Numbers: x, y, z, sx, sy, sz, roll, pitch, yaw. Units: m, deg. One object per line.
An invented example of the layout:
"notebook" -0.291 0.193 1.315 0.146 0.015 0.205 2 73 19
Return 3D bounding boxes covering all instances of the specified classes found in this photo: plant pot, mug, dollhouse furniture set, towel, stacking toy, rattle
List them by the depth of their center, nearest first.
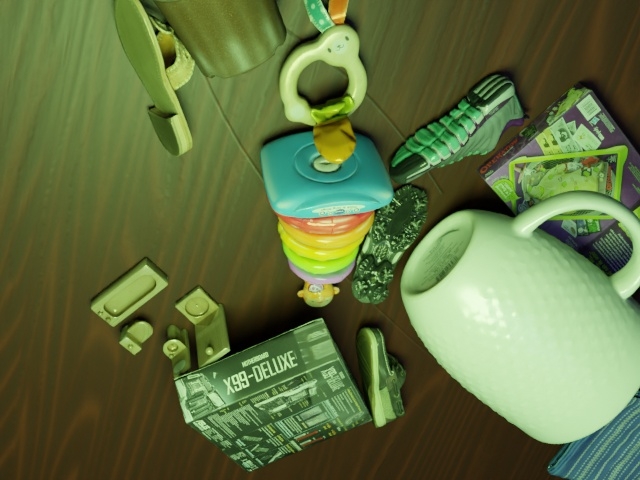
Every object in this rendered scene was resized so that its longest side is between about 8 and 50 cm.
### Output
"plant pot" -0.129 -0.303 1.015 0.166 0.167 0.165 -25 130 2
"rattle" 0.012 -0.229 1.096 0.130 0.143 0.200 18 122 -1
"stacking toy" 0.000 0.000 1.233 0.175 0.166 0.302 -6 135 -10
"dollhouse furniture set" -0.245 0.128 1.246 0.144 0.123 0.151 -37 120 9
"mug" 0.329 0.081 1.255 0.328 0.276 0.374 37 114 -17
"towel" 0.649 0.426 1.668 0.335 0.040 0.243 21 114 -23

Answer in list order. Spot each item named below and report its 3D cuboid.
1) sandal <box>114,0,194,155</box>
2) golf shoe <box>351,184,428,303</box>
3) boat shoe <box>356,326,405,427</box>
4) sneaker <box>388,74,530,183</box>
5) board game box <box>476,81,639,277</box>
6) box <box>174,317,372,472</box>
"sandal" -0.200 -0.232 1.094 0.079 0.088 0.240 -36 134 -28
"golf shoe" 0.100 0.003 1.290 0.077 0.094 0.198 30 86 -5
"boat shoe" 0.110 0.230 1.416 0.073 0.080 0.224 -15 127 -10
"sneaker" 0.211 -0.141 1.222 0.223 0.083 0.098 -38 125 9
"board game box" 0.434 -0.066 1.335 0.208 0.056 0.347 -43 119 8
"box" -0.063 0.259 1.317 0.242 0.077 0.307 -24 148 1
